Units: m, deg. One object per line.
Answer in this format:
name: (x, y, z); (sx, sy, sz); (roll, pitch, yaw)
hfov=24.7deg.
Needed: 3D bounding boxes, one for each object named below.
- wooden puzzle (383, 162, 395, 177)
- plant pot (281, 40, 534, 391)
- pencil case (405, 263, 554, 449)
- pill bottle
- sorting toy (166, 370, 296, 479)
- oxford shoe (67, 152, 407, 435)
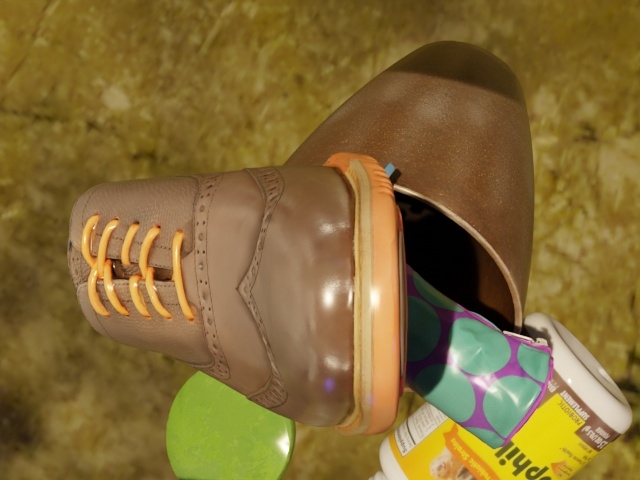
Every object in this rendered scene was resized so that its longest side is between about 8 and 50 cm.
wooden puzzle: (0.000, 0.000, 0.930); (0.014, 0.078, 0.116); (46, 120, -7)
plant pot: (0.076, -0.041, 1.112); (0.215, 0.230, 0.215); (14, 137, 14)
pencil case: (0.065, 0.054, 0.863); (0.152, 0.070, 0.064); (35, -179, 10)
pill bottle: (0.129, 0.164, 1.141); (0.215, 0.117, 0.117); (-43, 110, 12)
sorting toy: (-0.067, 0.198, 1.320); (0.127, 0.365, 0.126); (33, -173, 28)
oxford shoe: (-0.051, 0.025, 0.707); (0.133, 0.130, 0.364); (-1, -179, -15)
